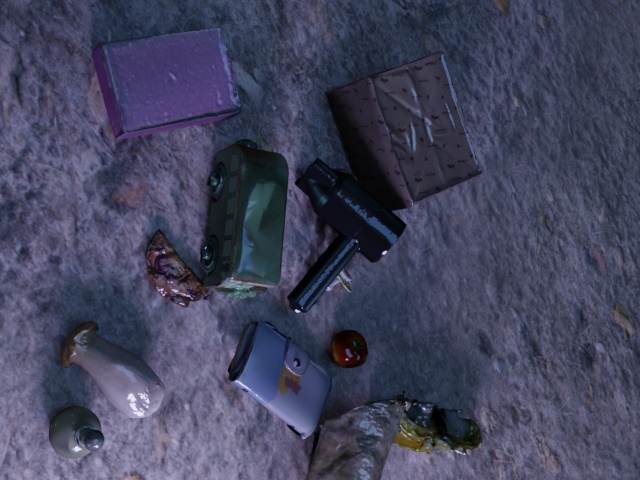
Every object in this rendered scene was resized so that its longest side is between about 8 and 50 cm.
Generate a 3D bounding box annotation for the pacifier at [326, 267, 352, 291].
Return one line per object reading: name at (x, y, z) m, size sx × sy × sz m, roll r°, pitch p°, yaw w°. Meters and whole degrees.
pacifier at (0.032, 0.085, 1.803) m, size 0.064 × 0.068 × 0.083 m, roll -35°, pitch 99°, yaw 5°

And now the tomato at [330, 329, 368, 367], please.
tomato at (0.058, 0.236, 1.787) m, size 0.087 × 0.075 × 0.087 m, roll 16°, pitch 63°, yaw -34°

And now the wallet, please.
wallet at (-0.083, 0.283, 1.697) m, size 0.231 × 0.069 × 0.170 m, roll 43°, pitch 48°, yaw -25°

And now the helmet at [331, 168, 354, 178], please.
helmet at (0.054, -0.126, 1.828) m, size 0.084 × 0.049 × 0.065 m, roll 30°, pitch 70°, yaw -26°

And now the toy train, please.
toy train at (-0.149, -0.048, 1.633) m, size 0.129 × 0.159 × 0.327 m, roll 11°, pitch 78°, yaw -33°

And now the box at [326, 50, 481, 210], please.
box at (0.186, -0.241, 1.841) m, size 0.225 × 0.190 × 0.297 m, roll -25°, pitch 98°, yaw -29°

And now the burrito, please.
burrito at (0.054, 0.455, 1.673) m, size 0.175 × 0.107 × 0.348 m, roll 23°, pitch 66°, yaw -1°

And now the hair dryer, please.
hair dryer at (0.000, 0.000, 1.727) m, size 0.244 × 0.116 × 0.302 m, roll 40°, pitch 74°, yaw -2°

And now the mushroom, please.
mushroom at (-0.378, 0.241, 1.508) m, size 0.212 × 0.088 × 0.097 m, roll 40°, pitch 99°, yaw -17°

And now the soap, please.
soap at (-0.298, -0.307, 1.607) m, size 0.259 × 0.081 × 0.181 m, roll -18°, pitch 94°, yaw -31°

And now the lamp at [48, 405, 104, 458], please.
lamp at (-0.414, 0.339, 1.430) m, size 0.091 × 0.163 × 0.091 m, roll 2°, pitch 87°, yaw -33°

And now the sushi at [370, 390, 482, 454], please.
sushi at (0.246, 0.417, 1.853) m, size 0.291 × 0.139 × 0.131 m, roll 25°, pitch 66°, yaw -26°

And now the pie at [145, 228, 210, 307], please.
pie at (-0.286, 0.069, 1.609) m, size 0.170 × 0.034 × 0.092 m, roll 49°, pitch 60°, yaw -20°
